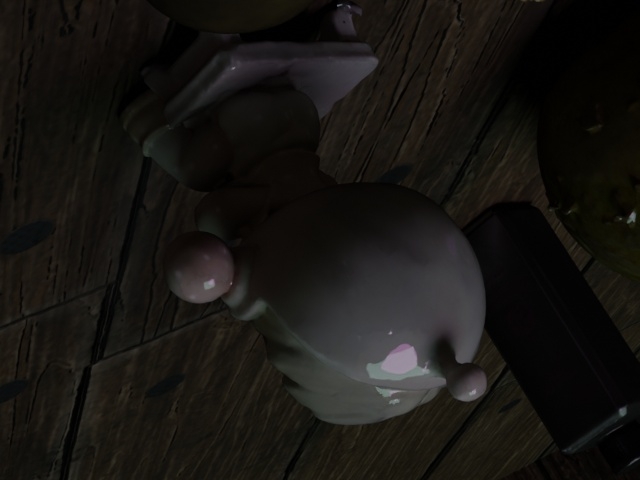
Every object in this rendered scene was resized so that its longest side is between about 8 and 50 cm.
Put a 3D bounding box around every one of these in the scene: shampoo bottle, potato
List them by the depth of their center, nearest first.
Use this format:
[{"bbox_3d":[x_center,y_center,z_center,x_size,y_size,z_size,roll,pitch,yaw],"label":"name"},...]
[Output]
[{"bbox_3d":[0.302,-0.077,1.279,0.270,0.219,0.359,-25,170,14],"label":"potato"},{"bbox_3d":[0.205,0.088,1.495,0.080,0.246,0.079,-42,160,30],"label":"shampoo bottle"}]

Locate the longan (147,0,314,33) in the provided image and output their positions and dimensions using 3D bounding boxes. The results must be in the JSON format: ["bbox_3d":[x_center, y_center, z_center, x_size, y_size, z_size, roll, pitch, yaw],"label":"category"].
[{"bbox_3d":[-0.049,-0.142,0.764,0.119,0.106,0.106,12,160,6],"label":"longan"}]

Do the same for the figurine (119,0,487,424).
[{"bbox_3d":[0.009,-0.006,0.939,0.144,0.256,0.182,-38,159,14],"label":"figurine"}]
